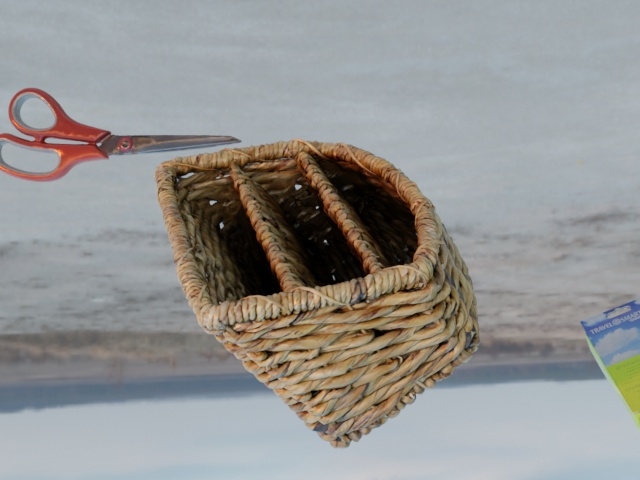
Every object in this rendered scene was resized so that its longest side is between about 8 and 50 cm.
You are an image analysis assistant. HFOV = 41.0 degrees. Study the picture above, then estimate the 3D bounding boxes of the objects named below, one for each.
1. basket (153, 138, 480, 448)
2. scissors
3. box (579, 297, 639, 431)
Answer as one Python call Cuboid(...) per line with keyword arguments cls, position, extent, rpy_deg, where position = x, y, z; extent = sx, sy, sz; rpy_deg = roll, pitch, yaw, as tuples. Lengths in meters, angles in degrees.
Cuboid(cls="basket", position=(0.000, 0.000, 0.820), extent=(0.213, 0.299, 0.223), rpy_deg=(-37, 123, 6))
Cuboid(cls="scissors", position=(-0.242, -0.101, 0.993), extent=(0.297, 0.109, 0.021), rpy_deg=(14, 178, 8))
Cuboid(cls="box", position=(0.414, 0.151, 1.085), extent=(0.109, 0.042, 0.178), rpy_deg=(-22, -148, 6))
